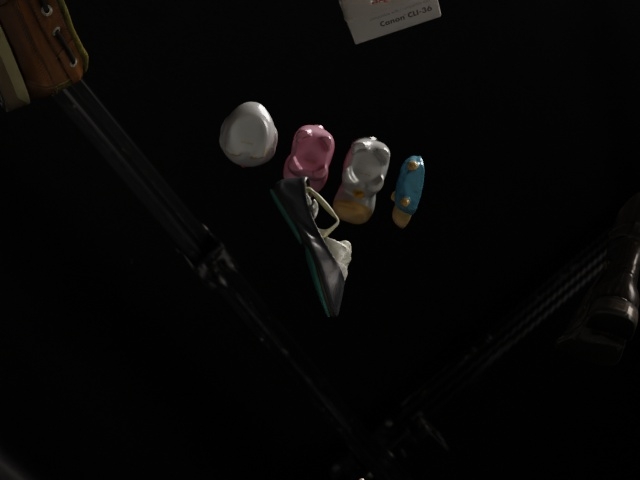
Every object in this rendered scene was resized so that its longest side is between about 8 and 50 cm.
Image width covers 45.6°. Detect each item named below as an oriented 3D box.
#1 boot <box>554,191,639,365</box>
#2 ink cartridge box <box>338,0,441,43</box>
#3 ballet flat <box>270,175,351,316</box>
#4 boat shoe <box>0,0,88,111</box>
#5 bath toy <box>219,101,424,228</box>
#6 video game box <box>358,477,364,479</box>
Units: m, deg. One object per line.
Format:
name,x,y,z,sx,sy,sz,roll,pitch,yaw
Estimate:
boot,0.459,0.060,1.182,0.263,0.091,0.229,94,-161,-64
ink cartridge box,0.081,-0.320,0.955,0.115,0.198,0.067,-16,-45,12
ballet flat,0.000,0.000,1.009,0.074,0.203,0.074,-22,-19,-8
boat shoe,-0.298,-0.271,0.705,0.104,0.111,0.307,-28,-36,-24
bath toy,-0.002,-0.128,1.292,0.348,0.129,0.151,19,-79,-3
video game box,0.019,0.289,0.509,0.205,0.187,0.048,-27,-34,-37
